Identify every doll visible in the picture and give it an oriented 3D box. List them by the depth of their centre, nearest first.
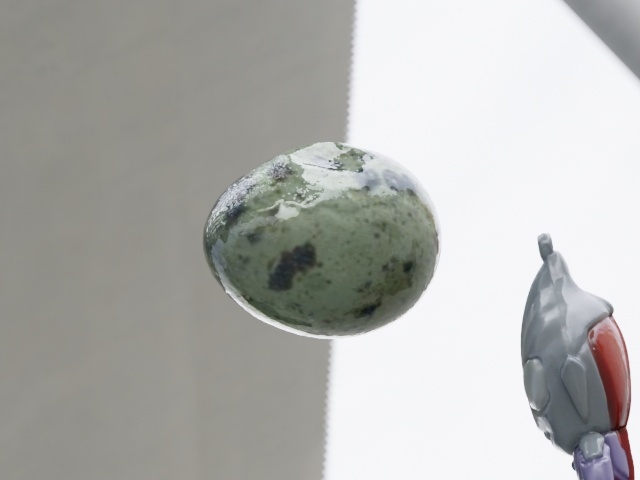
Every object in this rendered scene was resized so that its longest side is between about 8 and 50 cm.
[{"bbox_3d":[0.180,0.105,1.362,0.075,0.227,0.102,-14,-5,6],"label":"doll"}]

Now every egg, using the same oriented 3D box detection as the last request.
[{"bbox_3d":[0.000,0.000,1.413,0.182,0.141,0.141,0,-44,-29],"label":"egg"}]
